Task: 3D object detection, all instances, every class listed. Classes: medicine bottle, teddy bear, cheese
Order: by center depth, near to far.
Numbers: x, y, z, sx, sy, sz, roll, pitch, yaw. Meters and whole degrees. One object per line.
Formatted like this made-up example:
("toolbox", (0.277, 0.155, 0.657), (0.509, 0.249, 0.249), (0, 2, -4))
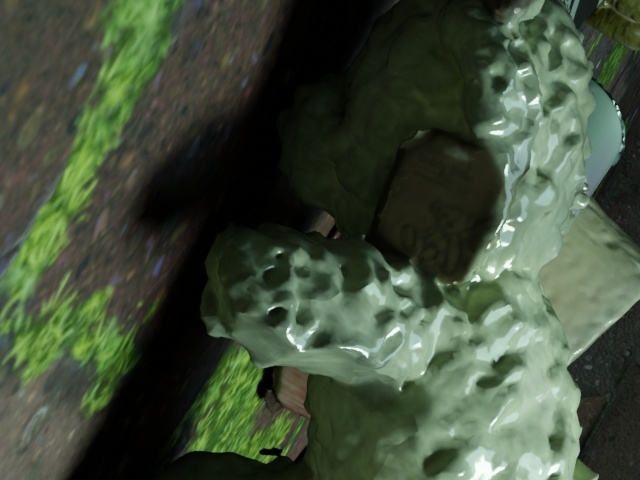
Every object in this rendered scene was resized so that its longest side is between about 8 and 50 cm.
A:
("teddy bear", (0.000, 0.000, 0.777), (0.327, 0.375, 0.362), (-20, 96, -70))
("medicine bottle", (0.188, -0.071, 1.260), (0.168, 0.135, 0.135), (-49, 163, -44))
("cheese", (0.195, 0.090, 1.448), (0.292, 0.153, 0.332), (-40, 168, -17))

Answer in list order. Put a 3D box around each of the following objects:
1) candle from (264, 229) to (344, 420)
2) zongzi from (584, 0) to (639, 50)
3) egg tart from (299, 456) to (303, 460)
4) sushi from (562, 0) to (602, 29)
("candle", (0.096, 0.056, 1.134), (0.287, 0.131, 0.317), (-60, 162, -10))
("zongzi", (0.354, -0.284, 1.447), (0.274, 0.145, 0.300), (-53, 172, -14))
("egg tart", (-0.020, 0.258, 1.377), (0.105, 0.039, 0.105), (-58, 168, -20))
("sushi", (0.182, -0.292, 0.951), (0.339, 0.068, 0.320), (-48, 153, -43))
